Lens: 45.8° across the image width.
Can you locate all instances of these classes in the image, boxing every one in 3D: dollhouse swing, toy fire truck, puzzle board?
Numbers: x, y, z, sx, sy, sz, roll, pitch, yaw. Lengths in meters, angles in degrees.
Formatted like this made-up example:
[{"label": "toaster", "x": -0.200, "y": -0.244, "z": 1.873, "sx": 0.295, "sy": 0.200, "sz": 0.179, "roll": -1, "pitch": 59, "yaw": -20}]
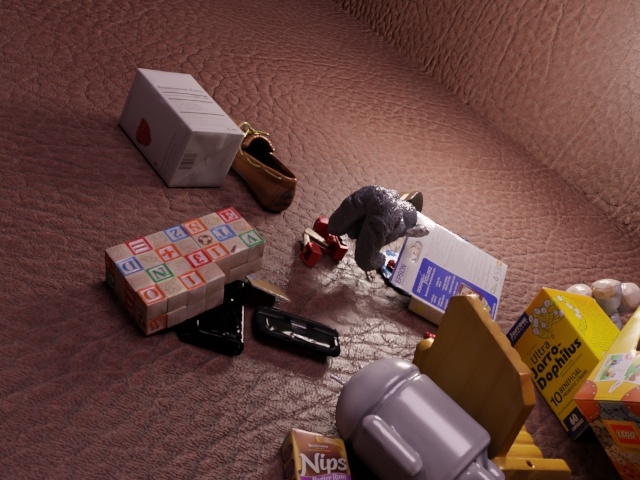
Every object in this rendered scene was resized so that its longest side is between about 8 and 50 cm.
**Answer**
[{"label": "dollhouse swing", "x": 0.392, "y": 0.311, "z": 1.586, "sx": 0.315, "sy": 0.305, "sz": 0.346, "roll": 11, "pitch": 33, "yaw": -31}, {"label": "toy fire truck", "x": 0.000, "y": 0.000, "z": 1.995, "sx": 0.135, "sy": 0.047, "sz": 0.192, "roll": 14, "pitch": 32, "yaw": -28}, {"label": "puzzle board", "x": -0.123, "y": 0.105, "z": 1.693, "sx": 0.096, "sy": 0.011, "sz": 0.128, "roll": 25, "pitch": 2, "yaw": -18}]

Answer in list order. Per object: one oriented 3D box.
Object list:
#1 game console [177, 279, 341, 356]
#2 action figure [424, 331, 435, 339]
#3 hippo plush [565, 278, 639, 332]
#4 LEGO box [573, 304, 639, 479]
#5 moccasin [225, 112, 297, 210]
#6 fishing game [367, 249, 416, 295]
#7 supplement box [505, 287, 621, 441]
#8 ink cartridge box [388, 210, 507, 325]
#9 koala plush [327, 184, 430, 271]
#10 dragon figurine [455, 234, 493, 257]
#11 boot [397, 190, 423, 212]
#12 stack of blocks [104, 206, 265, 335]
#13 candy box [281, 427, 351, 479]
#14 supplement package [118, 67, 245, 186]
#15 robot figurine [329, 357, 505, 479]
[{"label": "game console", "x": -0.121, "y": 0.179, "z": 1.599, "sx": 0.361, "sy": 0.044, "sz": 0.213, "roll": 19, "pitch": 29, "yaw": -16}, {"label": "action figure", "x": 0.289, "y": 0.262, "z": 1.858, "sx": 0.038, "sy": 0.030, "sz": 0.115, "roll": 14, "pitch": 27, "yaw": -37}, {"label": "hippo plush", "x": 0.789, "y": 0.268, "z": 2.166, "sx": 0.234, "sy": 0.294, "sz": 0.236, "roll": 4, "pitch": 60, "yaw": -8}, {"label": "LEGO box", "x": 0.844, "y": 0.336, "z": 1.712, "sx": 0.500, "sy": 0.193, "sz": 0.372, "roll": -41, "pitch": 105, "yaw": -31}, {"label": "moccasin", "x": -0.190, "y": -0.246, "z": 2.114, "sx": 0.139, "sy": 0.147, "sz": 0.380, "roll": 2, "pitch": 38, "yaw": -41}, {"label": "fishing game", "x": 0.243, "y": 0.084, "z": 2.094, "sx": 0.264, "sy": 0.041, "sz": 0.189, "roll": 22, "pitch": 32, "yaw": -15}, {"label": "supplement box", "x": 0.673, "y": 0.317, "z": 1.949, "sx": 0.195, "sy": 0.194, "sz": 0.356, "roll": 12, "pitch": 32, "yaw": -30}, {"label": "ink cartridge box", "x": 0.343, "y": 0.103, "z": 2.050, "sx": 0.307, "sy": 0.072, "sz": 0.303, "roll": 29, "pitch": 45, "yaw": -1}, {"label": "koala plush", "x": 0.175, "y": -0.054, "z": 1.975, "sx": 0.221, "sy": 0.203, "sz": 0.196, "roll": -7, "pitch": 50, "yaw": -45}, {"label": "dragon figurine", "x": 0.403, "y": 0.043, "z": 2.258, "sx": 0.289, "sy": 0.085, "sz": 0.144, "roll": 33, "pitch": 28, "yaw": 5}, {"label": "boot", "x": 0.198, "y": -0.078, "z": 2.288, "sx": 0.115, "sy": 0.112, "sz": 0.305, "roll": 9, "pitch": 23, "yaw": 29}, {"label": "stack of blocks", "x": -0.259, "y": 0.054, "z": 1.529, "sx": 0.297, "sy": 0.087, "sz": 0.171, "roll": -22, "pitch": 52, "yaw": -33}, {"label": "candy box", "x": -0.003, "y": 0.419, "z": 1.309, "sx": 0.109, "sy": 0.053, "sz": 0.186, "roll": 17, "pitch": 29, "yaw": -20}, {"label": "supplement package", "x": -0.371, "y": -0.295, "z": 1.994, "sx": 0.175, "sy": 0.177, "sz": 0.293, "roll": -5, "pitch": 43, "yaw": -46}, {"label": "robot figurine", "x": 0.168, "y": 0.360, "z": 1.405, "sx": 0.353, "sy": 0.199, "sz": 0.300, "roll": 42, "pitch": 7, "yaw": 22}]
